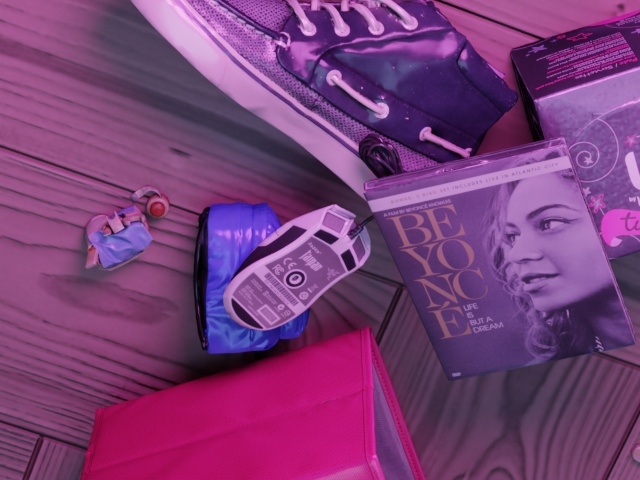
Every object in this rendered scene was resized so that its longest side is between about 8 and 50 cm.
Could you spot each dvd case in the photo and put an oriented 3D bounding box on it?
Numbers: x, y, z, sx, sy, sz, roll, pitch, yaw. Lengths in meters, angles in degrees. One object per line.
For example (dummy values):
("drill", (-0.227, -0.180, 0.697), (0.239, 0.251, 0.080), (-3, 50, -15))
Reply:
("dvd case", (0.147, 0.020, 1.609), (0.164, 0.018, 0.221), (-12, 128, 17))

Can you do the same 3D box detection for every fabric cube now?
("fabric cube", (-0.039, 0.262, 1.663), (0.258, 0.259, 0.254), (-18, 110, 7))

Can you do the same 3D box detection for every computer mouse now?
("computer mouse", (0.000, 0.000, 1.625), (0.193, 0.042, 0.106), (-34, 125, 11))

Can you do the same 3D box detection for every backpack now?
("backpack", (-0.060, 0.026, 1.704), (0.101, 0.098, 0.120), (-5, 100, -5))

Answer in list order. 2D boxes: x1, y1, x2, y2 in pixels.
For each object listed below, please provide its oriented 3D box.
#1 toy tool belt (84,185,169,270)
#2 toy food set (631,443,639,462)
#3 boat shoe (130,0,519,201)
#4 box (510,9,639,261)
("toy tool belt", (-0.165, -0.006, 1.708), (0.083, 0.051, 0.052), (-31, 110, 9))
("toy food set", (0.304, 0.289, 1.855), (0.132, 0.038, 0.192), (21, 110, -10))
("boat shoe", (0.005, -0.164, 1.623), (0.340, 0.127, 0.158), (37, 102, -25))
("box", (0.301, -0.101, 1.641), (0.247, 0.142, 0.163), (-17, 112, 5))
